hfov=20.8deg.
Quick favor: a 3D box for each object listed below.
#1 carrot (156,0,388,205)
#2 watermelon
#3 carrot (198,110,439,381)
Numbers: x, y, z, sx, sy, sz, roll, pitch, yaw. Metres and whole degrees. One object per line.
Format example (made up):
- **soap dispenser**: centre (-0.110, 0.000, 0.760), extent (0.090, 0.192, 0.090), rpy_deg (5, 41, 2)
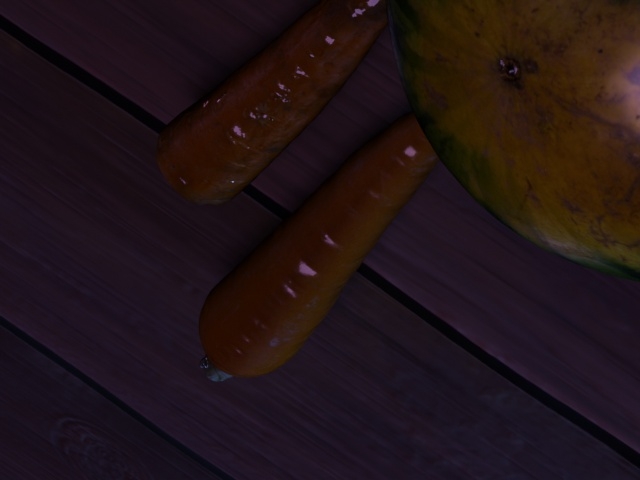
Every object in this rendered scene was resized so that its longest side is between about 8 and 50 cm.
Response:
- **carrot**: centre (-0.014, -0.094, 0.971), extent (0.061, 0.061, 0.210), rpy_deg (41, 135, -10)
- **watermelon**: centre (0.155, -0.106, 0.699), extent (0.269, 0.269, 0.269), rpy_deg (18, 137, 17)
- **carrot**: centre (0.000, 0.000, 1.050), extent (0.069, 0.069, 0.336), rpy_deg (36, 136, -3)
